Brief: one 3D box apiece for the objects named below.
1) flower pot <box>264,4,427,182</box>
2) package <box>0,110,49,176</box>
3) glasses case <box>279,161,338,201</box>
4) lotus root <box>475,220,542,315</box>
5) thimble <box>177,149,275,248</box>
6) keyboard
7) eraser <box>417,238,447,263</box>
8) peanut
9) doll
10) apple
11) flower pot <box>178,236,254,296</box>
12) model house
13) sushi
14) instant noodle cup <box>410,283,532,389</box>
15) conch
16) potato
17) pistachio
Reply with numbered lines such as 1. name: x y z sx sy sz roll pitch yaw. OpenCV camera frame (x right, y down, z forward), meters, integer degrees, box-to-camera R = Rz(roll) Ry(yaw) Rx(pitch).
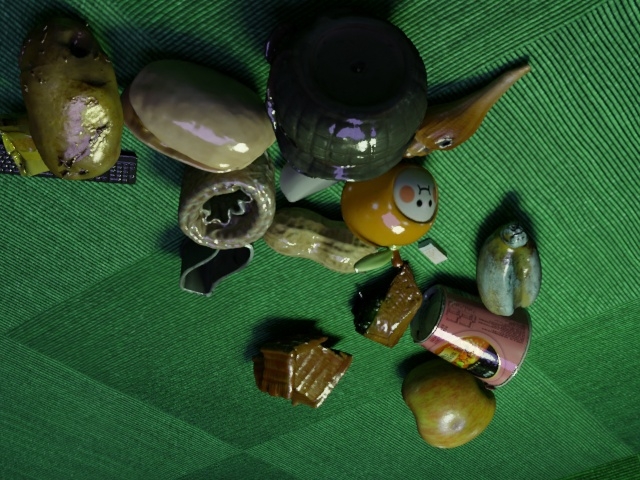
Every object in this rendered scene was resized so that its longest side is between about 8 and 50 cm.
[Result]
1. flower pot: 0.040 -0.265 1.637 0.301 0.302 0.213 -1 155 -5
2. package: -0.515 -0.203 1.799 0.226 0.090 0.168 -12 138 -1
3. glasses case: 0.040 -0.174 1.883 0.128 0.083 0.308 -14 171 -40
4. lotus root: 0.446 0.049 2.197 0.158 0.140 0.322 -21 137 -7
5. thimble: -0.195 -0.099 1.929 0.195 0.148 0.229 9 138 -14
6. keyboard: -0.538 -0.162 1.909 0.309 0.018 0.101 5 142 -12
7. eraser: 0.273 0.027 2.242 0.038 0.019 0.083 -24 138 26
8. peanut: 0.000 0.000 2.083 0.298 0.136 0.120 15 105 -21
9. doll: 0.145 -0.047 1.948 0.213 0.236 0.213 -1 177 0
10. apple: 0.369 0.455 2.630 0.264 0.264 0.264 -3 143 -2
11. flower pot: -0.240 0.024 2.112 0.103 0.108 0.229 25 133 -33
12. model house: -0.072 0.332 2.493 0.199 0.220 0.229 17 161 50
13. sushi: 0.157 0.182 2.345 0.149 0.140 0.287 -29 155 -32
14. instant noodle cup: 0.376 0.230 2.371 0.255 0.244 0.244 22 136 -18
15. conch: 0.280 -0.243 1.833 0.330 0.093 0.109 -28 130 25
16. potato: -0.444 -0.251 1.655 0.172 0.140 0.300 -3 115 2
17. pistachio: -0.224 -0.235 1.740 0.299 0.188 0.187 21 136 -21
